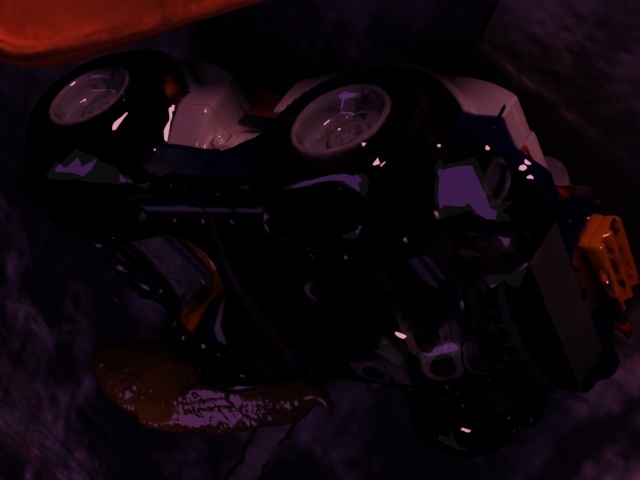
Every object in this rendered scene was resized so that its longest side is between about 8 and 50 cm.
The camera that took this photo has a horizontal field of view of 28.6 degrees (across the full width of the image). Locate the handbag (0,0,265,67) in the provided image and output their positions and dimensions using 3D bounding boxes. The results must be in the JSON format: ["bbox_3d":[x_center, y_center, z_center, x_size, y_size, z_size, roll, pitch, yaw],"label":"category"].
[{"bbox_3d":[-0.118,-0.288,0.515,0.303,0.116,0.410,-5,113,47],"label":"handbag"}]

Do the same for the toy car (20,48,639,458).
[{"bbox_3d":[0.002,-0.001,0.587,0.301,0.118,0.193,6,139,38],"label":"toy car"}]

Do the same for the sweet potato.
[{"bbox_3d":[-0.073,0.092,0.764,0.205,0.068,0.060,-1,121,36],"label":"sweet potato"}]
